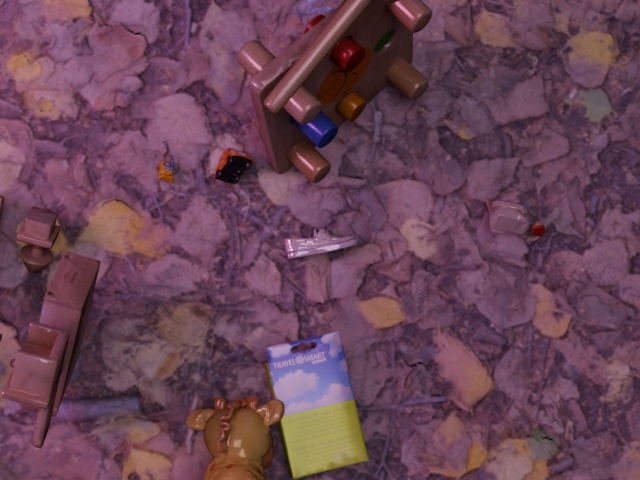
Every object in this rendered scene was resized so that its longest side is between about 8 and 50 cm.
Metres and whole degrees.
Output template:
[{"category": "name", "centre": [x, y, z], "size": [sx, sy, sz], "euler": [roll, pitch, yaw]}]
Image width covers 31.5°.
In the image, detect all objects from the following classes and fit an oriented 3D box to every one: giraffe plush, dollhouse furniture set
[{"category": "giraffe plush", "centre": [-0.112, 0.292, 1.448], "size": [0.181, 0.210, 0.170], "euler": [6, 55, -6]}, {"category": "dollhouse furniture set", "centre": [-0.468, 0.082, 1.366], "size": [0.356, 0.303, 0.173], "euler": [15, 120, -7]}]

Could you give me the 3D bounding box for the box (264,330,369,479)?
[{"category": "box", "centre": [-0.008, 0.219, 1.520], "size": [0.109, 0.042, 0.178], "euler": [-12, 87, -11]}]

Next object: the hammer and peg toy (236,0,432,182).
[{"category": "hammer and peg toy", "centre": [0.012, -0.232, 1.409], "size": [0.266, 0.361, 0.127], "euler": [-41, 73, -10]}]

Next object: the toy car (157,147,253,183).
[{"category": "toy car", "centre": [-0.155, -0.108, 1.518], "size": [0.122, 0.060, 0.040], "euler": [3, 53, -16]}]

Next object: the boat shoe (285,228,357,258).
[{"category": "boat shoe", "centre": [0.000, 0.000, 1.545], "size": [0.100, 0.035, 0.035], "euler": [-10, 90, -4]}]

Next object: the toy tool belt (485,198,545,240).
[{"category": "toy tool belt", "centre": [0.272, -0.036, 1.586], "size": [0.083, 0.052, 0.051], "euler": [11, 40, -13]}]
